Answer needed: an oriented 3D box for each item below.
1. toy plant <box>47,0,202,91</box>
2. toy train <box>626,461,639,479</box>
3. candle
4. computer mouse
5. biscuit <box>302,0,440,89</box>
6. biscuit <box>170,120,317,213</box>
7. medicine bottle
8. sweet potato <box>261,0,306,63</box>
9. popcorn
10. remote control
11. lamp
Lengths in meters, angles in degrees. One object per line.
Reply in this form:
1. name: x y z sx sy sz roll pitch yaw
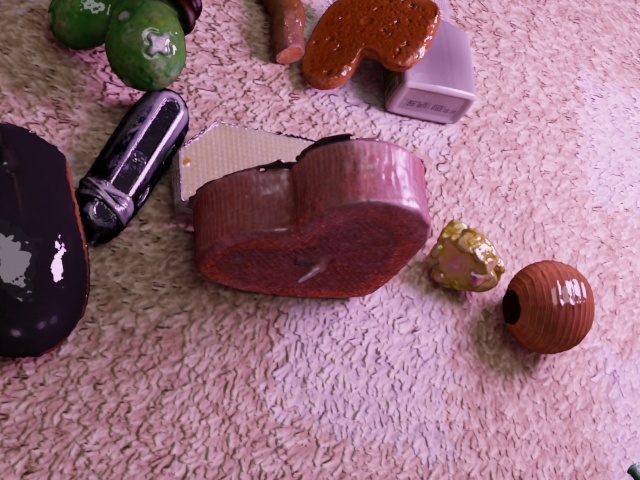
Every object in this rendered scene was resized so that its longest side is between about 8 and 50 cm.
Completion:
1. toy plant: -0.255 -0.324 1.705 0.218 0.175 0.235 21 68 19
2. toy train: 0.563 0.356 1.731 0.369 0.150 0.237 -20 64 -33
3. candle: 0.000 0.000 1.611 0.317 0.287 0.131 -13 63 16
4. computer mouse: -0.378 -0.013 1.501 0.183 0.116 0.323 -2 63 -31
5. biscuit: 0.075 -0.297 1.870 0.192 0.036 0.186 10 61 23
6. biscuit: -0.092 -0.088 1.709 0.250 0.046 0.147 8 59 -30
7. medicine bottle: 0.167 -0.289 1.939 0.132 0.088 0.188 9 59 -18
8. sweet potato: -0.073 -0.403 1.908 0.067 0.059 0.281 1 63 -36
9. popcorn: 0.215 0.026 1.774 0.109 0.097 0.089 30 49 4
10. remote control: -0.251 -0.106 1.643 0.090 0.066 0.266 31 53 -6
11. lamp: 0.329 0.096 1.767 0.136 0.136 0.136 12 58 -20
